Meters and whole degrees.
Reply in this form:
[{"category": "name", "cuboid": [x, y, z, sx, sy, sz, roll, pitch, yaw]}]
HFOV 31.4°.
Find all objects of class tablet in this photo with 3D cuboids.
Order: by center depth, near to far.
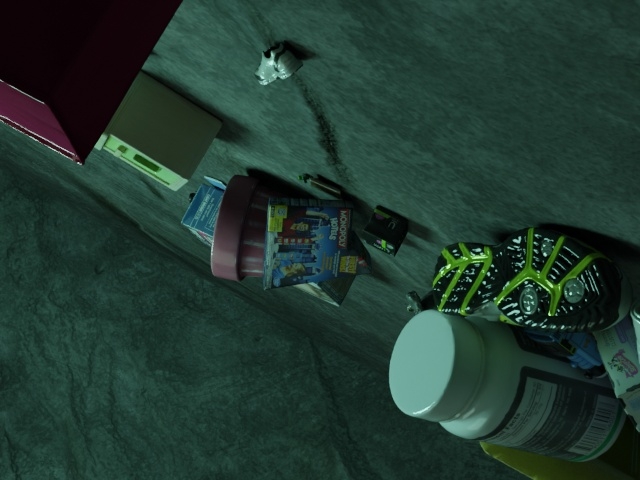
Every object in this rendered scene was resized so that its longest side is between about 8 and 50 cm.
[{"category": "tablet", "cuboid": [-0.205, -0.110, 2.401, 0.054, 0.006, 0.083, 21, 165, 37]}]

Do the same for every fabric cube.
[{"category": "fabric cube", "cuboid": [-0.337, -0.283, 1.329, 0.259, 0.258, 0.254, 29, 170, 2]}]

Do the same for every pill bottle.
[{"category": "pill bottle", "cuboid": [0.306, 0.234, 1.853, 0.361, 0.204, 0.204, 18, 175, -29]}]

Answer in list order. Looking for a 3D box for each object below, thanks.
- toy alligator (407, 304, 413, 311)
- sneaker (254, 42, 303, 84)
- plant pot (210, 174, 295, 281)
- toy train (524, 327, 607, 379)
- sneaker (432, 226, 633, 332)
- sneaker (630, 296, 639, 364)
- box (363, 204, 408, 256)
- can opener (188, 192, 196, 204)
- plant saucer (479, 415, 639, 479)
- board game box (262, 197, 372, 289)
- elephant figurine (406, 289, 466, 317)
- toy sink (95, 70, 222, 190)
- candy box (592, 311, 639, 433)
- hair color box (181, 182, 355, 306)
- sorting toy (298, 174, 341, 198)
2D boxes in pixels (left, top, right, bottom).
[{"category": "toy alligator", "cuboid": [0.236, 0.161, 2.412, 0.190, 0.056, 0.051, 39, -155, -41]}, {"category": "sneaker", "cuboid": [-0.060, -0.230, 1.466, 0.043, 0.040, 0.109, 50, 159, -16]}, {"category": "plant pot", "cuboid": [-0.093, -0.011, 2.141, 0.180, 0.201, 0.201, 11, 166, 8]}, {"category": "toy train", "cuboid": [0.405, 0.144, 1.775, 0.184, 0.105, 0.080, 36, 167, -29]}, {"category": "sneaker", "cuboid": [0.318, 0.057, 1.626, 0.147, 0.145, 0.385, 8, 180, -27]}, {"category": "sneaker", "cuboid": [0.528, 0.129, 1.400, 0.293, 0.108, 0.169, 0, 133, 30]}, {"category": "box", "cuboid": [0.111, -0.015, 1.931, 0.062, 0.052, 0.083, 27, 170, 10]}, {"category": "can opener", "cuboid": [-0.222, -0.051, 2.612, 0.186, 0.073, 0.059, 32, 130, -30]}, {"category": "plant saucer", "cuboid": [0.477, 0.333, 2.121, 0.333, 0.332, 0.081, 29, 125, -3]}, {"category": "board game box", "cuboid": [0.000, 0.000, 2.008, 0.194, 0.060, 0.194, 1, 130, -7]}, {"category": "elephant figurine", "cuboid": [0.304, 0.152, 2.026, 0.239, 0.186, 0.169, 8, 115, 35]}, {"category": "toy sink", "cuboid": [-0.309, -0.198, 1.952, 0.234, 0.131, 0.153, 32, 168, -12]}, {"category": "candy box", "cuboid": [0.485, 0.220, 1.694, 0.196, 0.070, 0.165, 52, -161, -32]}, {"category": "hair color box", "cuboid": [-0.105, 0.010, 2.411, 0.347, 0.105, 0.174, 23, 170, 24]}, {"category": "sorting toy", "cuboid": [-0.002, -0.097, 1.948, 0.083, 0.012, 0.062, 24, 173, 7]}]
